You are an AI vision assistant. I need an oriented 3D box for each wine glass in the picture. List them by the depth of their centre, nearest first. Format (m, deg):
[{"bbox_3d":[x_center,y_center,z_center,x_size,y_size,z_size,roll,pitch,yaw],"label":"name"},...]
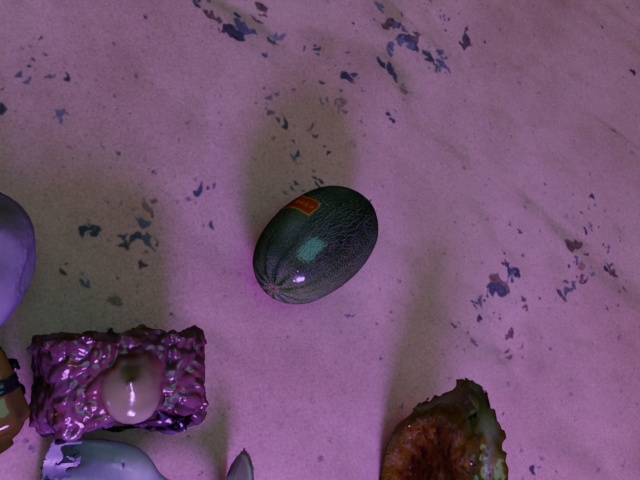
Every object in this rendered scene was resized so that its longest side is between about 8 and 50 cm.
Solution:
[{"bbox_3d":[-0.265,0.379,1.173,0.321,0.143,0.143,11,70,-21],"label":"wine glass"}]

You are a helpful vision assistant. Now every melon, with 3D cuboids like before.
[{"bbox_3d":[0.000,0.000,1.398,0.288,0.182,0.182,-36,92,-33],"label":"melon"}]

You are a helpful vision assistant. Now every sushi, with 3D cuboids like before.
[{"bbox_3d":[-0.305,0.213,1.151,0.270,0.236,0.171,4,81,-30],"label":"sushi"}]

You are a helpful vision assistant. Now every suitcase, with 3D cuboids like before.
[{"bbox_3d":[-0.519,0.244,1.047,0.235,0.194,0.143,-25,94,-26],"label":"suitcase"}]

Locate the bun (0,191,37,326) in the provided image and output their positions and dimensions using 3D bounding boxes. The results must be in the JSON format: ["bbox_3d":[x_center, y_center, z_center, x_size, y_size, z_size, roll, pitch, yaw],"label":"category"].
[{"bbox_3d":[-0.568,0.003,1.050,0.354,0.194,0.354,10,45,-10],"label":"bun"}]

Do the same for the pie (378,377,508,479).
[{"bbox_3d":[0.214,0.419,1.313,0.103,0.288,0.354,9,71,-26],"label":"pie"}]
